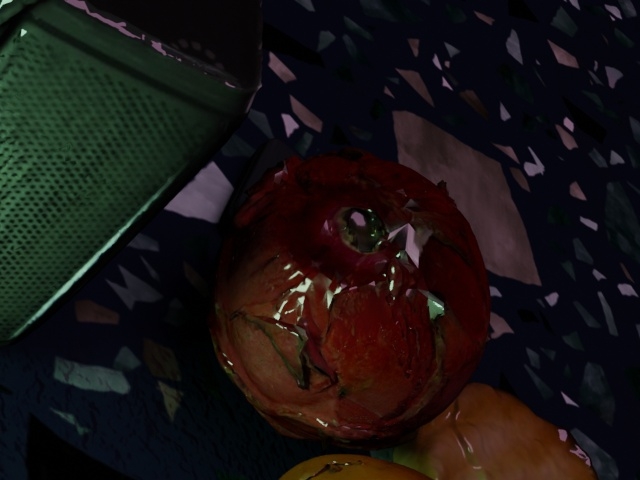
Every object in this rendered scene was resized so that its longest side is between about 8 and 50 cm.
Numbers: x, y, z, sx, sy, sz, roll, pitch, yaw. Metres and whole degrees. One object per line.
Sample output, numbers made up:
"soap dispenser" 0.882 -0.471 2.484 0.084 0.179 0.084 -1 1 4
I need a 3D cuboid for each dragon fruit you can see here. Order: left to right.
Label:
"dragon fruit" 0.024 0.058 1.497 0.295 0.302 0.295 0 64 1

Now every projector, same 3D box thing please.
"projector" -0.254 -0.173 1.305 0.242 0.405 0.395 24 44 -30

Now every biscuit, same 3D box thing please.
"biscuit" 0.195 0.291 1.633 0.296 0.102 0.296 30 37 -25

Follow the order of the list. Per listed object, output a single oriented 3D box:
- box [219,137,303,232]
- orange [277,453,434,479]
"box" 0.000 0.000 1.726 0.230 0.050 0.160 40 37 -14
"orange" 0.037 0.307 1.337 0.240 0.240 0.240 28 41 -28
